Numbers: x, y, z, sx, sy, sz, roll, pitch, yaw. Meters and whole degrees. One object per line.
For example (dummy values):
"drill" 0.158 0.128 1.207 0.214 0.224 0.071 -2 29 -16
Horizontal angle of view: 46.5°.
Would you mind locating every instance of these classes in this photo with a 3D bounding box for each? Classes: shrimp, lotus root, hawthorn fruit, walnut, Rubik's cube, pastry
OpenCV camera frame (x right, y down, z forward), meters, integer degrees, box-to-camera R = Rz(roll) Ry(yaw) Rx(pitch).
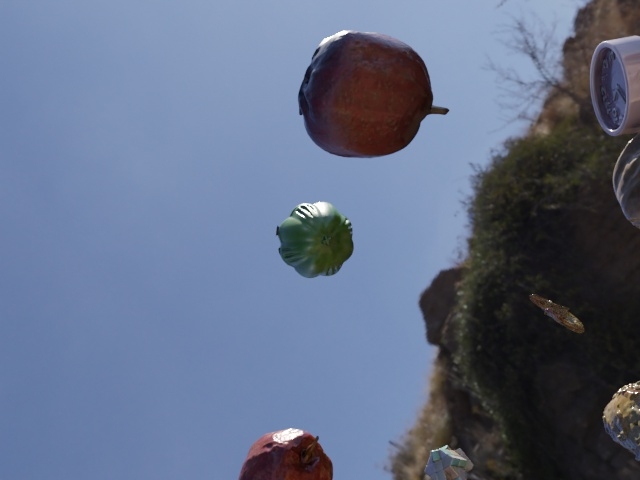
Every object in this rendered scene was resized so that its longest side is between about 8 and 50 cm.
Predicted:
"shrimp" 0.607 0.194 1.931 0.095 0.162 0.045 -33 -28 -54
"lotus root" 0.000 0.000 1.657 0.186 0.186 0.186 -33 -42 -37
"hawthorn fruit" 0.089 -0.233 1.235 0.215 0.249 0.215 -168 90 -82
"hawthorn fruit" -0.056 0.491 1.596 0.207 0.207 0.243 -17 -30 -48
"walnut" 0.703 -0.133 1.457 0.225 0.225 0.261 0 -45 -54
"Rubik's cube" 0.259 0.444 1.470 0.075 0.084 0.073 19 -90 -50
"pastry" 0.714 0.383 1.480 0.255 0.311 0.162 20 -79 -21

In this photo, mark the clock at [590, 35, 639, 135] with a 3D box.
"clock" 0.626 -0.317 1.539 0.068 0.197 0.197 -10 -46 1
